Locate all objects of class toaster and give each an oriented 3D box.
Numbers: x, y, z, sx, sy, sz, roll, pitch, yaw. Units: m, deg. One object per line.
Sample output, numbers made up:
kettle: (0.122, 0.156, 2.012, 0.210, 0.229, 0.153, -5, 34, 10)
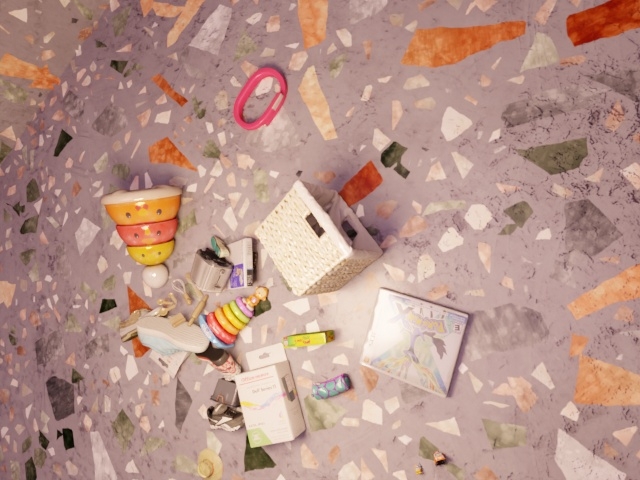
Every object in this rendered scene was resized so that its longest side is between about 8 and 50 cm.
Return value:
toaster: (-0.487, 0.133, 1.755, 0.227, 0.129, 0.147, 29, 101, 46)

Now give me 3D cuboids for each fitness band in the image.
fitness band: (-0.270, -0.627, 1.792, 0.209, 0.054, 0.291, 42, 101, 24)

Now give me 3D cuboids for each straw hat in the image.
straw hat: (-0.495, 0.983, 1.727, 0.144, 0.061, 0.145, -3, 83, 23)

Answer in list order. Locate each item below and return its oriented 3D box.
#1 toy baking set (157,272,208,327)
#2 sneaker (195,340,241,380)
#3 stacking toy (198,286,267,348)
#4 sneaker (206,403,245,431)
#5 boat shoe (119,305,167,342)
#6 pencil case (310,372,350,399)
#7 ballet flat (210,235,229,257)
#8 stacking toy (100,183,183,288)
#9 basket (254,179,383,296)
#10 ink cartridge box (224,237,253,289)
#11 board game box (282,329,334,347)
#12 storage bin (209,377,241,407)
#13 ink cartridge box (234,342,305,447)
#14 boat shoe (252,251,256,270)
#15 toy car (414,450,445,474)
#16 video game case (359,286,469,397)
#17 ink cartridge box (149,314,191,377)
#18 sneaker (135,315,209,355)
toy baking set: (-0.611, 0.264, 1.800, 0.196, 0.030, 0.256, 27, 55, 4)
sneaker: (-0.443, 0.520, 1.730, 0.270, 0.090, 0.145, 1, 130, 51)
stacking toy: (-0.343, 0.303, 1.697, 0.301, 0.166, 0.175, -39, 72, 0)
sneaker: (-0.395, 0.728, 1.668, 0.234, 0.078, 0.106, -17, 102, 35)
boat shoe: (-0.859, 0.379, 1.915, 0.302, 0.113, 0.103, -32, 79, 19)
pencil case: (0.039, 0.558, 1.534, 0.151, 0.064, 0.070, -26, 100, 19)
ballet flat: (-0.448, 0.031, 1.794, 0.168, 0.052, 0.057, 47, 127, 51)
stacking toy: (-0.784, -0.010, 1.864, 0.350, 0.350, 0.481, -2, 103, 23)
basket: (0.000, 0.000, 1.470, 0.266, 0.331, 0.328, -43, 70, 20)
ink cartridge box: (-0.355, 0.107, 1.739, 0.208, 0.045, 0.207, -14, 77, 53)
board game box: (-0.047, 0.386, 1.573, 0.181, 0.092, 0.043, -12, 81, 22)
storage bin: (-0.393, 0.643, 1.704, 0.135, 0.098, 0.091, 7, 77, 24)
ink cartridge box: (-0.213, 0.612, 1.608, 0.207, 0.119, 0.354, -22, 77, 21)
boat shoe: (-0.297, 0.114, 1.731, 0.048, 0.042, 0.133, 6, 92, 55)
toy car: (0.371, 0.760, 1.378, 0.122, 0.060, 0.041, -27, 43, 12)
video game case: (0.328, 0.358, 1.443, 0.328, 0.036, 0.300, 15, 91, 24)
ink cartridge box: (-0.678, 0.490, 1.862, 0.180, 0.056, 0.225, 30, 100, 22)
sneaker: (-0.643, 0.444, 1.771, 0.365, 0.135, 0.150, 13, 117, 21)
